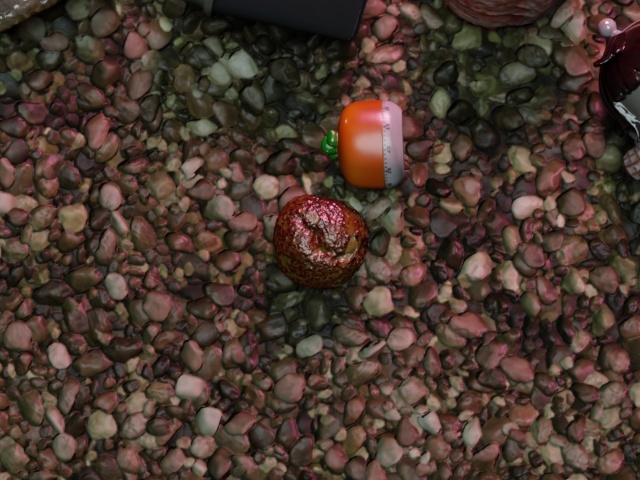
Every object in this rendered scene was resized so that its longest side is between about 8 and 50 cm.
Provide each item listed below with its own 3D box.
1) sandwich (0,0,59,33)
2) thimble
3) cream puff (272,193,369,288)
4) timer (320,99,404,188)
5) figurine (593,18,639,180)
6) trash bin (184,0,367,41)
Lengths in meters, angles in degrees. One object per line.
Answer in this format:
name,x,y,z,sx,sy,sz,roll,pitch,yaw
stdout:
sandwich,-0.436,-0.488,1.548,0.262,0.131,0.325,-26,124,0
thimble,0.265,-0.432,1.585,0.239,0.162,0.239,0,85,0
cream puff,0.000,0.000,1.605,0.149,0.084,0.149,0,89,1
timer,0.063,-0.140,1.607,0.136,0.099,0.136,-3,77,11
figurine,0.549,-0.193,1.564,0.370,0.167,0.281,33,118,-5
trash bin,-0.066,-0.408,1.572,0.290,0.182,0.209,14,110,-3
